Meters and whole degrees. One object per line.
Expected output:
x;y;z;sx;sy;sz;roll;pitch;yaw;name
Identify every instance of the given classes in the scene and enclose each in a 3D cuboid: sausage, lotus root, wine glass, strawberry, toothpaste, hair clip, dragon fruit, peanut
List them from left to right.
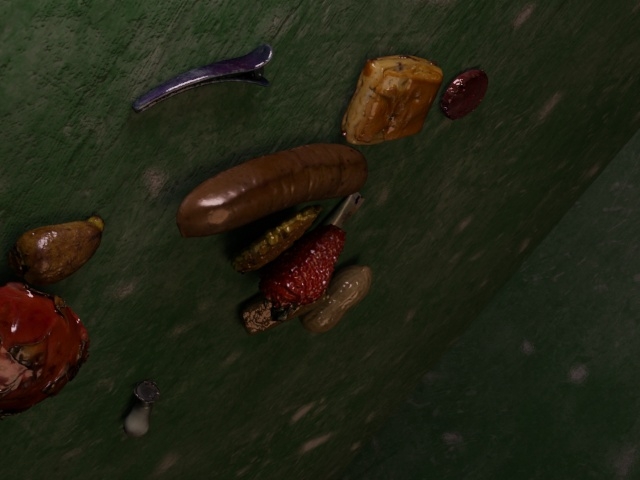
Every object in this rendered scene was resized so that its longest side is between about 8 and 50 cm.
-0.566;0.195;1.457;0.315;0.250;0.250;-30;153;-51;dragon fruit
-0.461;0.010;1.469;0.190;0.094;0.108;-28;142;-33;lotus root
-0.459;0.433;2.089;0.072;0.072;0.155;-15;140;-42;wine glass
-0.209;-0.285;1.447;0.275;0.048;0.083;-20;147;-28;hair clip
-0.091;-0.121;1.726;0.500;0.123;0.136;-19;128;-39;sausage
-0.061;0.064;1.994;0.286;0.188;0.106;-54;136;-2;strawberry
0.000;0.000;2.098;0.314;0.056;0.058;-49;-165;1;toothpaste
0.045;0.164;2.322;0.256;0.123;0.124;-40;152;-14;peanut

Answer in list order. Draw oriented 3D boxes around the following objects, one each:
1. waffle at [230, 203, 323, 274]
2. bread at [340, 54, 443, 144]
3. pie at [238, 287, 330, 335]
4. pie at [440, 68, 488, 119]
-0.099;-0.009;1.874;0.243;0.059;0.238;-35;175;-15;waffle
0.167;-0.310;1.825;0.235;0.099;0.211;-15;141;-41;bread
-0.088;0.162;2.180;0.282;0.068;0.129;-22;128;-22;pie
0.366;-0.371;2.064;0.154;0.036;0.154;-31;150;-20;pie
